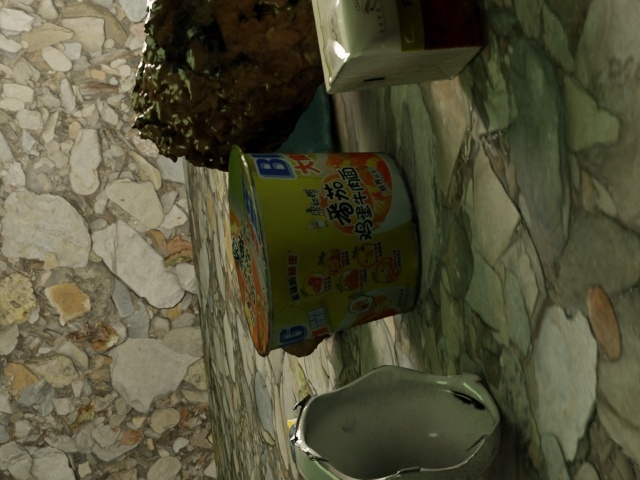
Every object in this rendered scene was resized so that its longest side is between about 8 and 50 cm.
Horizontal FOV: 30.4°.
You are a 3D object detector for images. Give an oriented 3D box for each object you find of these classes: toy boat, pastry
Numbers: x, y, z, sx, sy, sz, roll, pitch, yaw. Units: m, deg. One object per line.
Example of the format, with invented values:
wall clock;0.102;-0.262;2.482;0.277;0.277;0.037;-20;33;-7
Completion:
toy boat;-0.041;-0.159;1.371;0.102;0.088;0.215;116;144;-76
pastry;-0.099;-0.200;1.202;0.275;0.193;0.275;-48;28;36

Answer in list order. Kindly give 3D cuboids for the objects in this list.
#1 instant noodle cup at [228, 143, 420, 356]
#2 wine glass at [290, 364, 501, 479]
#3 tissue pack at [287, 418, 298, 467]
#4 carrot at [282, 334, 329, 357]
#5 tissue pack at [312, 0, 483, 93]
instant noodle cup;0.000;0.000;1.123;0.205;0.153;0.205;172;90;-76
wine glass;0.071;0.217;0.941;0.165;0.165;0.196;-123;20;-64
tissue pack;-0.019;0.291;1.663;0.083;0.042;0.062;-137;38;-72
carrot;-0.023;0.081;1.430;0.263;0.102;0.102;100;159;-59
tissue pack;0.049;-0.196;0.871;0.099;0.106;0.148;137;124;-76
